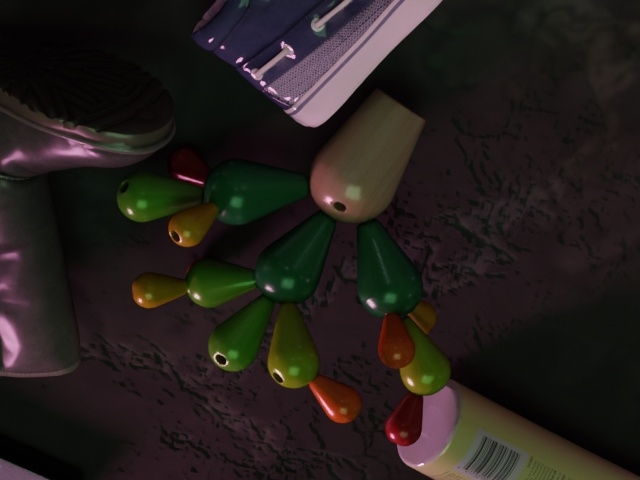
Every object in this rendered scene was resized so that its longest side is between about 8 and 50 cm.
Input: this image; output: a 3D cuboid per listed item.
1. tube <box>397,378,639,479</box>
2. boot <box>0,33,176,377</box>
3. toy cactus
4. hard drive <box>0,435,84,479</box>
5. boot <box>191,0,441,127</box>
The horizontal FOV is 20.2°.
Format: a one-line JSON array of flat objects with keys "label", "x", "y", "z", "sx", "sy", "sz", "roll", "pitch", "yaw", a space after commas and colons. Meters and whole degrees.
[{"label": "tube", "x": 0.156, "y": 0.164, "z": 1.174, "sx": 0.240, "sy": 0.062, "sz": 0.070, "roll": 29, "pitch": 165, "yaw": -28}, {"label": "boot", "x": -0.156, "y": -0.007, "z": 0.991, "sx": 0.189, "sy": 0.076, "sz": 0.209, "roll": 19, "pitch": 126, "yaw": 28}, {"label": "toy cactus", "x": 0.000, "y": 0.000, "z": 1.017, "sx": 0.219, "sy": 0.112, "sz": 0.180, "roll": 34, "pitch": 97, "yaw": 4}, {"label": "hard drive", "x": -0.231, "y": 0.183, "z": 1.191, "sx": 0.094, "sy": 0.022, "sz": 0.135, "roll": 28, "pitch": 121, "yaw": -21}, {"label": "boot", "x": 0.015, "y": -0.144, "z": 0.921, "sx": 0.086, "sy": 0.069, "sz": 0.190, "roll": 34, "pitch": 119, "yaw": -16}]
